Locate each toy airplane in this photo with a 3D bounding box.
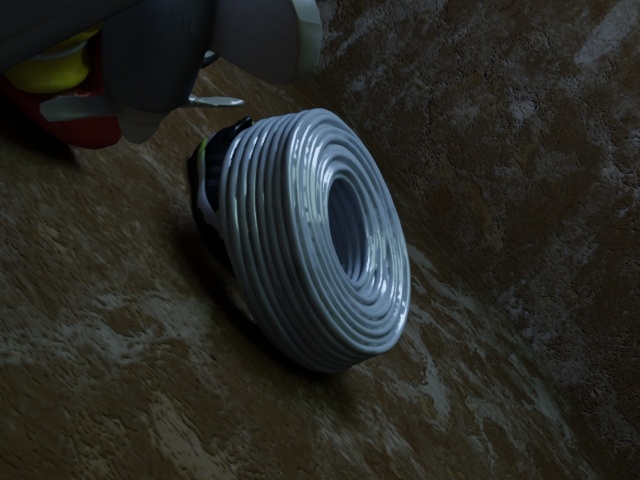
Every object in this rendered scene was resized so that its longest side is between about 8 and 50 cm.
[{"bbox_3d":[-0.203,-0.230,0.693,0.386,0.272,0.384,-4,-58,56],"label":"toy airplane"}]

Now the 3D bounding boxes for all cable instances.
[{"bbox_3d":[0.000,0.000,1.009,0.257,0.089,0.257,-16,92,-66],"label":"cable"}]

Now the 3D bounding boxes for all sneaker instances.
[{"bbox_3d":[-0.078,-0.062,1.085,0.084,0.097,0.234,40,16,-37],"label":"sneaker"}]

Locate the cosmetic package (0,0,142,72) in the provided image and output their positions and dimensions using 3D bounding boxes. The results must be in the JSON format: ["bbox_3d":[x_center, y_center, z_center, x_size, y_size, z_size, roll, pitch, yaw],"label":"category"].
[{"bbox_3d":[-0.224,-0.271,0.519,0.377,0.284,0.097,66,21,-9],"label":"cosmetic package"}]
